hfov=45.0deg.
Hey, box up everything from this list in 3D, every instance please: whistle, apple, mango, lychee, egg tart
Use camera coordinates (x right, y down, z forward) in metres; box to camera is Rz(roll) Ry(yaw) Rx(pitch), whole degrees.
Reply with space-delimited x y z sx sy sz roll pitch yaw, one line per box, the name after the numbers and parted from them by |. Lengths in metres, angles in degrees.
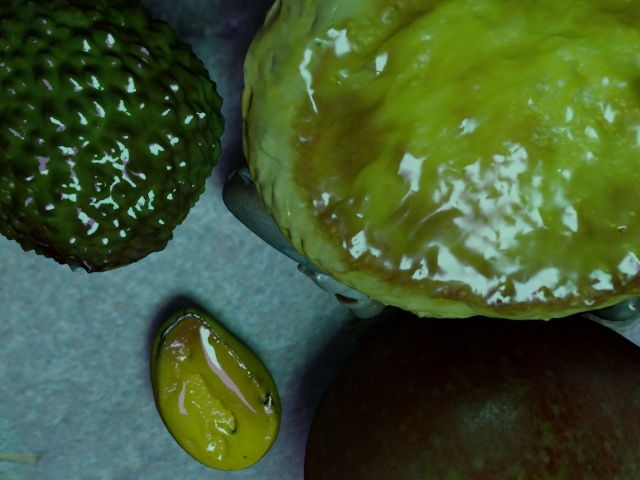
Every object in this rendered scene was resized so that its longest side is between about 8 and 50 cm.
0.000 0.000 0.581 0.057 0.107 0.220 -55 142 -11 | whistle
0.153 0.210 0.670 0.348 0.277 0.349 -10 125 -15 | apple
-0.091 0.129 0.658 0.101 0.066 0.188 -18 124 4 | mango
-0.137 -0.072 0.438 0.171 0.171 0.171 -10 128 -13 | lychee
0.112 -0.079 0.455 0.318 0.128 0.319 0 132 0 | egg tart

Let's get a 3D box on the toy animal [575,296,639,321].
0.274 0.007 0.672 0.138 0.108 0.236 -2 126 -19 | toy animal
